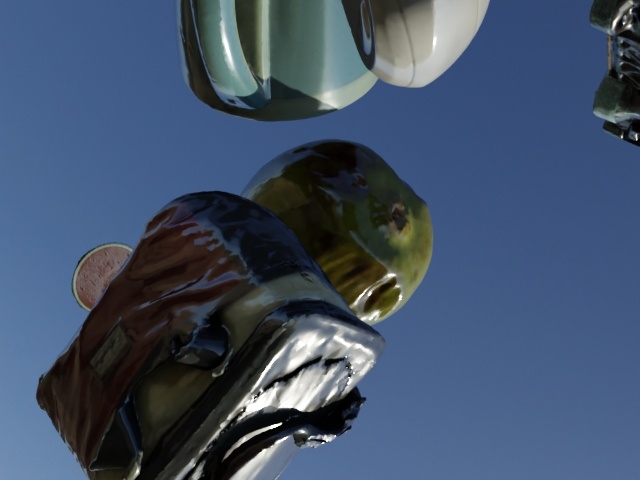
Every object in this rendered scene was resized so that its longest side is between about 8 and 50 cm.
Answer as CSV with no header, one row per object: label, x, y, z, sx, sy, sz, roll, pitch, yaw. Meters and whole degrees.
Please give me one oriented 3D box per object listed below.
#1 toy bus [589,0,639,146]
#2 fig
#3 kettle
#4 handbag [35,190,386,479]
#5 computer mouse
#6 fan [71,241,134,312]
toy bus,0.348,-0.207,0.915,0.162,0.194,0.323,28,-14,25
fig,0.000,0.000,1.302,0.271,0.239,0.239,-17,-74,51
kettle,-0.057,-0.310,1.121,0.247,0.319,0.342,12,-42,11
handbag,-0.087,0.104,0.793,0.254,0.181,0.181,-52,-127,14
computer mouse,0.055,-0.264,0.788,0.184,0.121,0.297,75,-1,-76
fan,-0.220,0.060,1.148,0.005,0.085,0.133,30,-28,51
